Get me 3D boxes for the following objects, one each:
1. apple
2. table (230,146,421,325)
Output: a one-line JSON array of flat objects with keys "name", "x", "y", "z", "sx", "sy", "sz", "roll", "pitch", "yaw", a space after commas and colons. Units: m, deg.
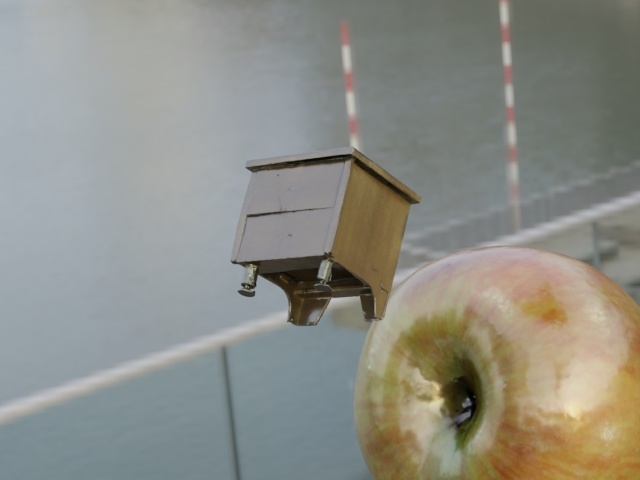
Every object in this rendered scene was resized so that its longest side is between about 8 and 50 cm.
[{"name": "apple", "x": 0.165, "y": 0.132, "z": 1.374, "sx": 0.264, "sy": 0.264, "sz": 0.264, "roll": -5, "pitch": 14, "yaw": 1}, {"name": "table", "x": 0.000, "y": 0.000, "z": 0.994, "sx": 0.083, "sy": 0.082, "sz": 0.070, "roll": -5, "pitch": -26, "yaw": 40}]
